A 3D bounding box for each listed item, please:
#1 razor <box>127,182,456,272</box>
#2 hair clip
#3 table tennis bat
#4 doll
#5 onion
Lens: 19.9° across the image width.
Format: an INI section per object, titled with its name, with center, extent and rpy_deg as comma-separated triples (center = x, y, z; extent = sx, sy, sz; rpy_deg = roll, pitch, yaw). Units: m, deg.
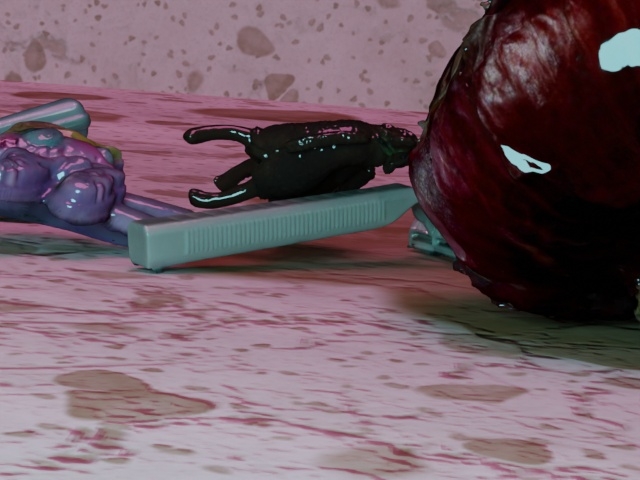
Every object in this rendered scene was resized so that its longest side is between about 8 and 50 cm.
[razor]
center = 0.000, -0.011, 1.219
extent = 0.278, 0.056, 0.111
rpy_deg = -1, 11, -34
[hair clip]
center = -0.223, -0.043, 1.219
extent = 0.278, 0.090, 0.137
rpy_deg = 4, 12, 5
[table tennis bat]
center = -0.283, -0.062, 1.366
extent = 0.237, 0.038, 0.149
rpy_deg = -19, 14, -28
[doll]
center = -0.009, -0.051, 1.264
extent = 0.165, 0.057, 0.139
rpy_deg = -8, -14, 11
[onion]
center = 0.202, -0.058, 1.027
extent = 0.314, 0.232, 0.314
rpy_deg = -12, -30, -7
